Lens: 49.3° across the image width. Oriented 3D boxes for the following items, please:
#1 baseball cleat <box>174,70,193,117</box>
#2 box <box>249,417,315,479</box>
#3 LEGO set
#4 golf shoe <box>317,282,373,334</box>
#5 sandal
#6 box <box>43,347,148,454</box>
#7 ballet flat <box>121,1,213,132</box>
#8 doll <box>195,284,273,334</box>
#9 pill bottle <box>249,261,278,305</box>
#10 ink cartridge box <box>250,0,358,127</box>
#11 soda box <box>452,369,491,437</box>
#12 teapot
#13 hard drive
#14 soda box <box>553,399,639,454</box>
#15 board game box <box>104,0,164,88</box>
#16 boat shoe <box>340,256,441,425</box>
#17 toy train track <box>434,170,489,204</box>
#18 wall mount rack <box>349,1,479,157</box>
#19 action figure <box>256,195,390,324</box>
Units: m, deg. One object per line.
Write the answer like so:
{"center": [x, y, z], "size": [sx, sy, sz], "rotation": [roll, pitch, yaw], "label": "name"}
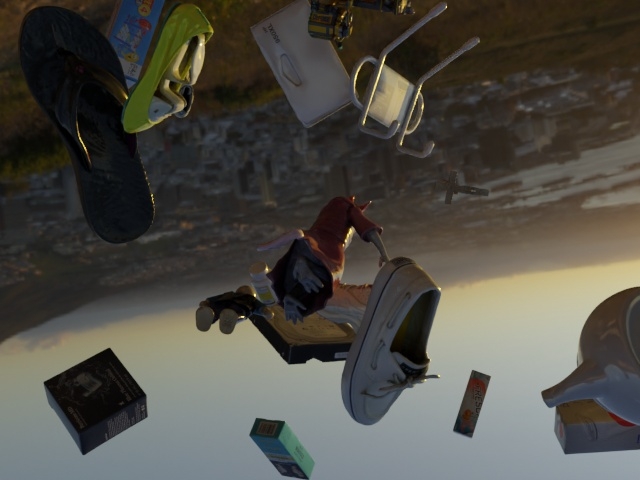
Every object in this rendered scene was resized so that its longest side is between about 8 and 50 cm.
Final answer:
{"center": [-0.386, -0.450, 1.945], "size": [0.072, 0.205, 0.109], "rotation": [-10, -179, -28], "label": "baseball cleat"}
{"center": [-0.108, 0.606, 2.022], "size": [0.101, 0.060, 0.244], "rotation": [-1, 136, 28], "label": "box"}
{"center": [0.102, -0.546, 1.363], "size": [0.192, 0.331, 0.255], "rotation": [14, -145, 13], "label": "LEGO set"}
{"center": [0.084, 0.140, 1.609], "size": [0.306, 0.140, 0.115], "rotation": [30, -159, 11], "label": "golf shoe"}
{"center": [-0.392, -0.201, 1.254], "size": [0.168, 0.445, 0.107], "rotation": [-30, -151, -30], "label": "sandal"}
{"center": [-0.478, 0.340, 1.490], "size": [0.158, 0.156, 0.093], "rotation": [-28, 147, -33], "label": "box"}
{"center": [-0.225, -0.238, 1.034], "size": [0.231, 0.077, 0.077], "rotation": [-57, 168, 27], "label": "ballet flat"}
{"center": [-0.141, 0.112, 1.149], "size": [0.129, 0.046, 0.189], "rotation": [6, -172, 6], "label": "doll"}
{"center": [-0.146, 0.113, 1.836], "size": [0.065, 0.116, 0.065], "rotation": [-12, -140, 10], "label": "pill bottle"}
{"center": [-0.034, -0.472, 1.896], "size": [0.166, 0.285, 0.395], "rotation": [-29, -170, 7], "label": "ink cartridge box"}
{"center": [0.430, 0.464, 1.979], "size": [0.058, 0.183, 0.063], "rotation": [17, 165, 16], "label": "soda box"}
{"center": [0.539, 0.211, 1.191], "size": [0.256, 0.252, 0.187], "rotation": [30, 144, -5], "label": "teapot"}
{"center": [-0.044, 0.251, 1.990], "size": [0.237, 0.064, 0.339], "rotation": [1, -166, -24], "label": "hard drive"}
{"center": [0.711, 0.434, 1.655], "size": [0.287, 0.098, 0.091], "rotation": [-4, -154, 2], "label": "soda box"}
{"center": [-0.455, -0.515, 1.668], "size": [0.086, 0.308, 0.302], "rotation": [19, 177, -24], "label": "board game box"}
{"center": [0.152, 0.224, 1.308], "size": [0.136, 0.366, 0.156], "rotation": [0, -154, -35], "label": "boat shoe"}
{"center": [0.203, -0.075, 1.008], "size": [0.083, 0.048, 0.014], "rotation": [7, -170, -13], "label": "toy train track"}
{"center": [0.214, -0.356, 1.563], "size": [0.131, 0.304, 0.350], "rotation": [22, -174, 31], "label": "wall mount rack"}
{"center": [0.000, 0.000, 1.578], "size": [0.248, 0.275, 0.370], "rotation": [-17, -149, 40], "label": "action figure"}
